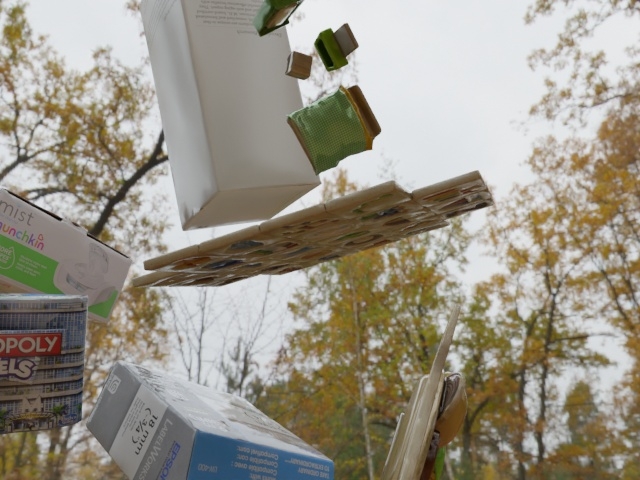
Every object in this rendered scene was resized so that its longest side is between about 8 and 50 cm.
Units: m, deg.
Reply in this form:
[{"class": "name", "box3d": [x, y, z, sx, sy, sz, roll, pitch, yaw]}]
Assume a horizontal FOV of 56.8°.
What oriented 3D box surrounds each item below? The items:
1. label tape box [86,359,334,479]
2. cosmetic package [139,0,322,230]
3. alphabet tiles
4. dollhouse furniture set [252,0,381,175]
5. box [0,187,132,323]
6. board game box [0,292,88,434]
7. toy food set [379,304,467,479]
[{"class": "label tape box", "box3d": [-0.111, 0.281, 0.739, 0.334, 0.106, 0.241, 17, -11, 48]}, {"class": "cosmetic package", "box3d": [-0.140, -0.216, 0.843, 0.155, 0.365, 0.197, -9, -8, -30]}, {"class": "alphabet tiles", "box3d": [0.000, 0.000, 0.599, 0.343, 0.011, 0.285, -17, -9, 19]}, {"class": "dollhouse furniture set", "box3d": [0.002, -0.140, 0.510, 0.076, 0.151, 0.058, -32, 9, -22]}, {"class": "box", "box3d": [-0.488, 0.025, 0.957, 0.231, 0.126, 0.262, 4, -23, 31]}, {"class": "board game box", "box3d": [-0.350, 0.108, 0.629, 0.194, 0.194, 0.060, 3, 2, -27]}, {"class": "toy food set", "box3d": [0.067, 0.139, 0.377, 0.039, 0.132, 0.192, 19, -34, 10]}]
